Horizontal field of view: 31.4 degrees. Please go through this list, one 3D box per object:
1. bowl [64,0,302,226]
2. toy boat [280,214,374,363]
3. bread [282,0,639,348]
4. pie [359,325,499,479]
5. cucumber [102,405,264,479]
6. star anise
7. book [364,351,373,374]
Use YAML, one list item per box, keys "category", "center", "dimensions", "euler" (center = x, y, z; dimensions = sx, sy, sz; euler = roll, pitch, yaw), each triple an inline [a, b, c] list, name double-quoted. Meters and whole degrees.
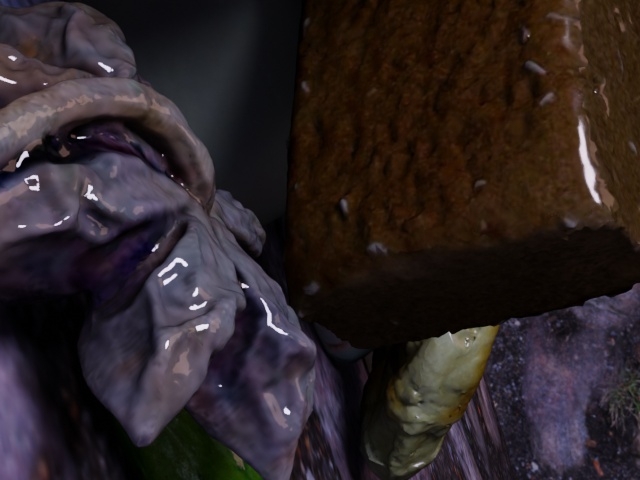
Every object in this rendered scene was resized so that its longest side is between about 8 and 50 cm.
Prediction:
- category: "bowl"
  center: [-0.039, -0.149, 0.700]
  dimensions: [0.289, 0.146, 0.289]
  euler: [-16, 90, -80]
- category: "toy boat"
  center: [0.000, 0.000, 0.921]
  dimensions: [0.134, 0.079, 0.207]
  euler: [-84, 166, -48]
- category: "bread"
  center: [0.076, -0.160, 0.566]
  dimensions: [0.113, 0.165, 0.416]
  euler: [29, 57, -44]
- category: "pie"
  center: [0.095, 0.055, 0.928]
  dimensions: [0.306, 0.071, 0.306]
  euler: [-162, -90, -88]
- category: "cucumber"
  center: [-0.032, 0.145, 0.508]
  dimensions: [0.056, 0.056, 0.250]
  euler: [-85, 155, -65]
- category: "star anise"
  center: [-0.072, -0.006, 0.422]
  dimensions: [0.230, 0.081, 0.262]
  euler: [62, 11, 12]
- category: "book"
  center: [0.064, 0.103, 1.192]
  dimensions: [0.198, 0.016, 0.138]
  euler: [-58, 130, -76]
